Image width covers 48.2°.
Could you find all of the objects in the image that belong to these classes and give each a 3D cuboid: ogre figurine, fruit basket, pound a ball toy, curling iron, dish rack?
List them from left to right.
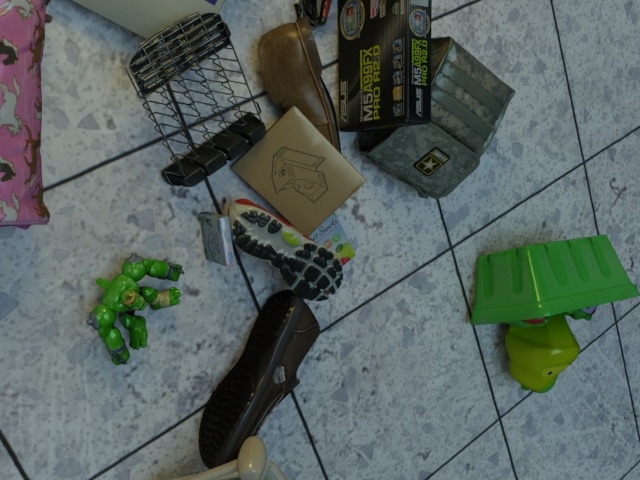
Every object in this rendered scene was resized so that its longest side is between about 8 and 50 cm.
[{"bbox_3d":[-0.323,0.108,1.225,0.197,0.097,0.118,-45,138,-2],"label":"ogre figurine"},{"bbox_3d":[-0.211,-0.239,1.214,0.208,0.074,0.271,-40,131,-23],"label":"dish rack"},{"bbox_3d":[-0.185,0.434,1.238,0.208,0.319,0.135,60,25,-25],"label":"pound a ball toy"},{"bbox_3d":[0.017,-0.535,1.373,0.068,0.035,0.274,22,86,-34],"label":"curling iron"},{"bbox_3d":[0.555,0.189,1.723,0.392,0.283,0.392,7,76,-30],"label":"fruit basket"}]

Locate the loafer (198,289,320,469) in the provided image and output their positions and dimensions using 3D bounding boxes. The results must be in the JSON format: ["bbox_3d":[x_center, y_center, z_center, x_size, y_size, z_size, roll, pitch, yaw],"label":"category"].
[{"bbox_3d":[-0.100,0.279,1.368,0.130,0.134,0.366,36,78,-32],"label":"loafer"}]

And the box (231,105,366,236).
[{"bbox_3d":[-0.039,-0.126,1.350,0.164,0.021,0.201,-44,107,6],"label":"box"}]

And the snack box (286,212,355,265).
[{"bbox_3d":[0.000,0.000,1.446,0.100,0.037,0.141,-38,115,-24],"label":"snack box"}]

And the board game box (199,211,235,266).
[{"bbox_3d":[-0.187,-0.003,1.292,0.020,0.090,0.090,-15,106,-30],"label":"board game box"}]

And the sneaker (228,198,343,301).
[{"bbox_3d":[-0.063,0.008,1.358,0.107,0.118,0.279,-45,120,6],"label":"sneaker"}]

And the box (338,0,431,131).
[{"bbox_3d":[0.117,-0.346,1.348,0.060,0.216,0.270,-3,95,-34],"label":"box"}]

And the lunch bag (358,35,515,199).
[{"bbox_3d":[0.234,-0.245,1.486,0.235,0.169,0.287,27,91,-37],"label":"lunch bag"}]

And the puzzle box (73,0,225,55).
[{"bbox_3d":[-0.313,-0.485,1.096,0.409,0.052,0.272,23,109,-34],"label":"puzzle box"}]

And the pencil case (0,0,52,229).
[{"bbox_3d":[-0.470,-0.205,1.034,0.167,0.160,0.386,-1,98,-42],"label":"pencil case"}]

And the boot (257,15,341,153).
[{"bbox_3d":[-0.033,-0.262,1.368,0.115,0.112,0.305,-18,116,3],"label":"boot"}]
